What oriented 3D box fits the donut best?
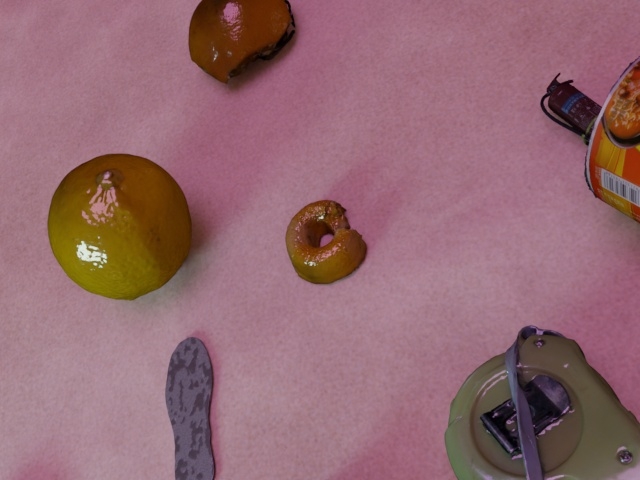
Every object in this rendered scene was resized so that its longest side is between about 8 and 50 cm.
[{"bbox_3d":[0.000,0.000,0.920,0.097,0.043,0.108,-38,51,2],"label":"donut"}]

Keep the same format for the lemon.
[{"bbox_3d":[-0.251,-0.020,0.954,0.178,0.203,0.178,1,56,-2],"label":"lemon"}]

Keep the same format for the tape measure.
[{"bbox_3d":[0.201,0.175,0.688,0.175,0.106,0.200,-33,46,6],"label":"tape measure"}]

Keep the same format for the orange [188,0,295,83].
[{"bbox_3d":[-0.123,-0.314,1.107,0.160,0.112,0.170,6,56,28],"label":"orange"}]

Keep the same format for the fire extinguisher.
[{"bbox_3d":[0.296,-0.140,0.859,0.056,0.039,0.132,-35,55,-7],"label":"fire extinguisher"}]

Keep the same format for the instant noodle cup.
[{"bbox_3d":[0.364,-0.080,0.705,0.213,0.213,0.174,-50,48,-6],"label":"instant noodle cup"}]

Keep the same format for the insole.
[{"bbox_3d":[-0.153,0.205,0.903,0.065,0.006,0.194,-19,58,14],"label":"insole"}]
